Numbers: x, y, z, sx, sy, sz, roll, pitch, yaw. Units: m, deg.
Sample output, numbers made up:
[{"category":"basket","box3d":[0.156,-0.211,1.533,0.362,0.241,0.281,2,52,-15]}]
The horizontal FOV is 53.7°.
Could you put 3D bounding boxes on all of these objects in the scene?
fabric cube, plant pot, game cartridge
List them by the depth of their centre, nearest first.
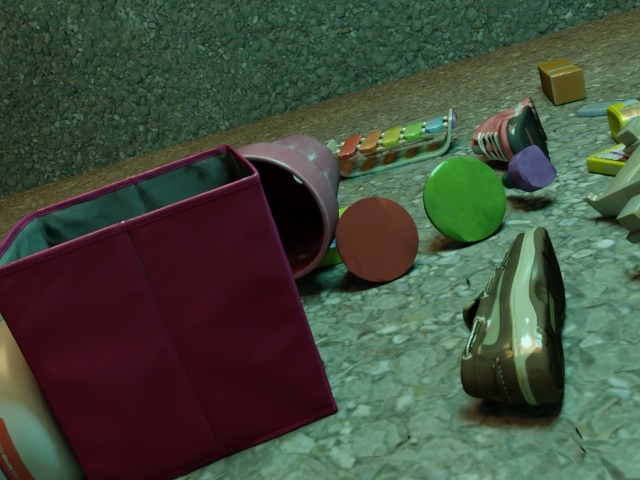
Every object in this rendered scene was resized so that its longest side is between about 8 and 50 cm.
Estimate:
[{"category":"fabric cube","box3d":[-0.162,0.068,0.689,0.259,0.258,0.254,-21,20,-9]},{"category":"plant pot","box3d":[-0.056,-0.069,0.953,0.201,0.201,0.180,-9,27,24]},{"category":"game cartridge","box3d":[0.599,-0.281,1.357,0.056,0.017,0.083,-27,20,-36]}]

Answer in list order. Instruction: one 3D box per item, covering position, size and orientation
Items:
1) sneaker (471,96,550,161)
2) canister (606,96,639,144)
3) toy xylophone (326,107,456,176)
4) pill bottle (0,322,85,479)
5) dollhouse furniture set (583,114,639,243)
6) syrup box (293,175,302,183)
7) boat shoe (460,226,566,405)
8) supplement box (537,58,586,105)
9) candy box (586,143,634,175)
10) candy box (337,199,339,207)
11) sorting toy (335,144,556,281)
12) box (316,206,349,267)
[{"category":"sneaker","box3d":[0.353,-0.184,1.204,0.136,0.116,0.314,-21,9,24]},{"category":"canister","box3d":[0.599,-0.219,1.093,0.170,0.073,0.126,-14,19,16]},{"category":"toy xylophone","box3d":[0.170,-0.234,1.512,0.322,0.081,0.236,-15,18,8]},{"category":"pill bottle","box3d":[-0.407,0.215,0.614,0.323,0.181,0.181,-21,19,-11]},{"category":"dollhouse furniture set","box3d":[0.462,-0.051,0.776,0.303,0.174,0.355,-49,-2,-12]},{"category":"syrup box","box3d":[-0.123,-0.025,1.090,0.237,0.096,0.093,-38,15,-18]},{"category":"boat shoe","box3d":[0.188,0.064,0.640,0.095,0.095,0.257,-15,18,27]},{"category":"supplement box","box3d":[0.608,-0.407,1.606,0.080,0.078,0.233,-13,20,13]},{"category":"candy box","box3d":[0.517,-0.121,0.960,0.105,0.027,0.206,-20,19,-14]},{"category":"candy box","box3d":[-0.079,-0.079,1.272,0.165,0.070,0.196,-17,21,-20]},{"category":"sorting toy","box3d":[0.179,-0.042,0.968,0.365,0.127,0.126,-24,-4,-14]},{"category":"box","box3d":[0.000,0.000,1.064,0.109,0.042,0.178,-13,20,17]}]
